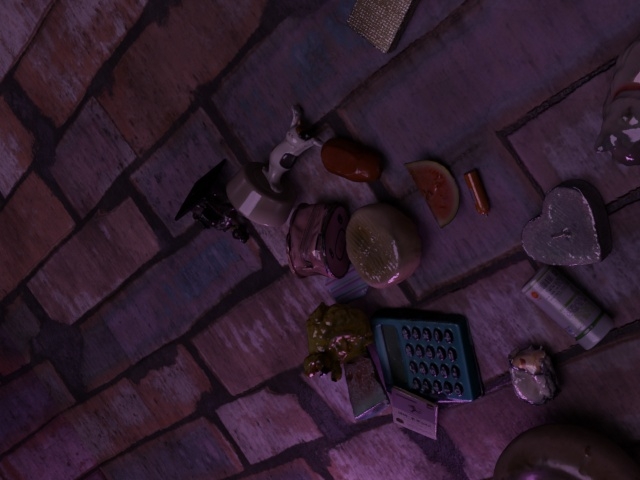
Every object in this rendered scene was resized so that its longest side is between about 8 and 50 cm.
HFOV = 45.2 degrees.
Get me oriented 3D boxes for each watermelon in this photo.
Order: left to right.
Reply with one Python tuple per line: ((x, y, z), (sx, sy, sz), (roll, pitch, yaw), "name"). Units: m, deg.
((0.112, 0.334, 1.993), (0.094, 0.154, 0.241), (-25, 71, 13), "watermelon")
((0.247, -0.112, 1.694), (0.163, 0.087, 0.069), (61, 163, -4), "watermelon")

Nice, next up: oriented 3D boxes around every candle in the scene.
((0.506, -0.020, 1.544), (0.168, 0.068, 0.192), (42, 133, 16), "candle")

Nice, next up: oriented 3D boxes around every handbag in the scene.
((0.002, 0.000, 1.855), (0.116, 0.205, 0.179), (-1, 143, 26), "handbag")

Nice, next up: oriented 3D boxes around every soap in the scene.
((0.080, 0.095, 1.935), (0.149, 0.056, 0.100), (-33, 95, 43), "soap")

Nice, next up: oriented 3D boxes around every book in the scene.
((0.244, 0.447, 1.986), (0.127, 0.014, 0.182), (20, 144, 23), "book")

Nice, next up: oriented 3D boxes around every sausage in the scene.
((0.065, -0.186, 1.778), (0.179, 0.089, 0.089), (24, 126, 37), "sausage")
((0.339, -0.100, 1.653), (0.031, 0.031, 0.107), (-12, 107, 40), "sausage")

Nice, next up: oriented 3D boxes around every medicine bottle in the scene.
((0.516, 0.136, 1.609), (0.183, 0.086, 0.086), (44, 132, 10), "medicine bottle")

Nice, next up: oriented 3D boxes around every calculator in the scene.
((0.258, 0.293, 1.908), (0.274, 0.058, 0.248), (1, 115, 35), "calculator")

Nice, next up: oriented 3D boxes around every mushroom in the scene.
((0.544, 0.588, 1.689), (0.362, 0.294, 0.362), (19, 126, 29), "mushroom")

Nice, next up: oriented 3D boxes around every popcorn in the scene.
((0.040, 0.253, 1.918), (0.173, 0.168, 0.195), (15, 95, 62), "popcorn")

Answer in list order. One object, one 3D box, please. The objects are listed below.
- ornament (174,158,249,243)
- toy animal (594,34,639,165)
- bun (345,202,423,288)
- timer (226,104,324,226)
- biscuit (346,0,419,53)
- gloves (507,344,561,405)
((-0.263, -0.077, 2.095), (0.196, 0.153, 0.166), (41, 137, -20), "ornament")
((0.599, -0.253, 1.281), (0.308, 0.188, 0.266), (-1, 104, 41), "toy animal")
((0.151, 0.005, 1.791), (0.193, 0.128, 0.178), (54, 134, 16), "bun")
((-0.095, -0.185, 1.867), (0.175, 0.175, 0.266), (42, 121, 11), "timer")
((0.140, -0.498, 1.582), (0.121, 0.040, 0.199), (42, 130, 15), "biscuit")
((0.486, 0.308, 1.736), (0.114, 0.070, 0.153), (-3, 118, 29), "gloves")
